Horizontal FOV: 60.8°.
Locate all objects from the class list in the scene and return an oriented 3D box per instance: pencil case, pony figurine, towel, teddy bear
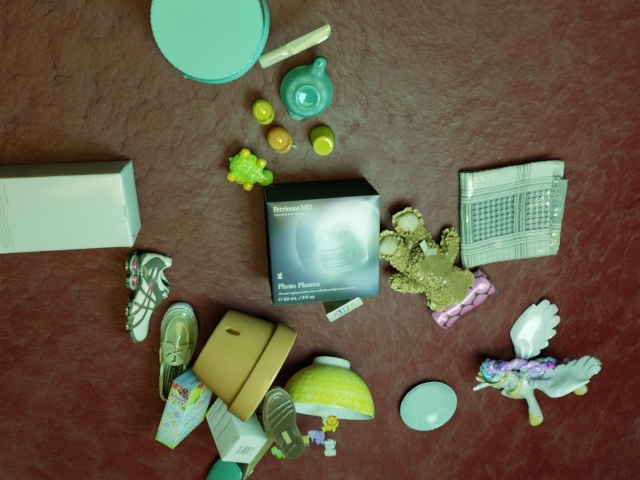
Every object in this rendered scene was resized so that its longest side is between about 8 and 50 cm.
[{"bbox_3d":[0.438,0.186,1.674,0.209,0.095,0.098,-38,143,9],"label":"pencil case"},{"bbox_3d":[0.694,0.418,1.729,0.351,0.303,0.363,-42,127,17],"label":"pony figurine"},{"bbox_3d":[0.569,-0.075,1.608,0.324,0.056,0.313,-9,112,-6],"label":"towel"},{"bbox_3d":[0.294,0.056,1.579,0.337,0.113,0.245,24,83,-26],"label":"teddy bear"}]

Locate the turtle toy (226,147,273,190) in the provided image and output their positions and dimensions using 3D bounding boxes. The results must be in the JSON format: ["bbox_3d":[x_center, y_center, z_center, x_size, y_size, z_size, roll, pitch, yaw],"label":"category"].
[{"bbox_3d":[-0.183,-0.185,1.440,0.130,0.066,0.095,29,103,-18],"label":"turtle toy"}]

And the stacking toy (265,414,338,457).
[{"bbox_3d":[-0.053,0.608,1.688,0.221,0.052,0.167,-3,132,-1],"label":"stacking toy"}]

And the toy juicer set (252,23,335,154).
[{"bbox_3d":[-0.071,-0.372,1.377,0.209,0.090,0.329,-4,122,-1],"label":"toy juicer set"}]

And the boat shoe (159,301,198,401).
[{"bbox_3d":[-0.416,0.329,1.589,0.109,0.094,0.303,5,110,-11],"label":"boat shoe"}]

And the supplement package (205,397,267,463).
[{"bbox_3d":[-0.257,0.564,1.648,0.105,0.179,0.105,24,107,-39],"label":"supplement package"}]

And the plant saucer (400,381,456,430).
[{"bbox_3d":[0.357,0.546,1.826,0.194,0.037,0.195,-3,112,-7],"label":"plant saucer"}]

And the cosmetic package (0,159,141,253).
[{"bbox_3d":[-0.654,-0.086,1.358,0.365,0.155,0.197,-3,112,-9],"label":"cosmetic package"}]

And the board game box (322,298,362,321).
[{"bbox_3d":[0.056,0.162,1.566,0.103,0.154,0.026,-30,112,3],"label":"board game box"}]

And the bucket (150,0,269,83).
[{"bbox_3d":[-0.252,-0.496,1.245,0.281,0.183,0.281,-3,111,-8],"label":"bucket"}]

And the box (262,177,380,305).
[{"bbox_3d":[0.000,0.000,1.481,0.296,0.183,0.294,-5,111,-7],"label":"box"}]

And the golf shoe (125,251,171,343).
[{"bbox_3d":[-0.479,0.164,1.514,0.120,0.105,0.273,2,111,-17],"label":"golf shoe"}]

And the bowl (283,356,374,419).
[{"bbox_3d":[0.025,0.441,1.651,0.289,0.289,0.156,14,66,-14],"label":"bowl"}]

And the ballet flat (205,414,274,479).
[{"bbox_3d":[-0.245,0.701,1.761,0.123,0.123,0.349,28,106,-18],"label":"ballet flat"}]

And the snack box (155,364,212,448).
[{"bbox_3d":[-0.387,0.475,1.605,0.070,0.174,0.207,25,109,13],"label":"snack box"}]

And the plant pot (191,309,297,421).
[{"bbox_3d":[-0.224,0.330,1.539,0.203,0.291,0.291,31,104,-1],"label":"plant pot"}]

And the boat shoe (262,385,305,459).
[{"bbox_3d":[-0.119,0.500,1.532,0.095,0.095,0.258,-21,120,-19],"label":"boat shoe"}]
